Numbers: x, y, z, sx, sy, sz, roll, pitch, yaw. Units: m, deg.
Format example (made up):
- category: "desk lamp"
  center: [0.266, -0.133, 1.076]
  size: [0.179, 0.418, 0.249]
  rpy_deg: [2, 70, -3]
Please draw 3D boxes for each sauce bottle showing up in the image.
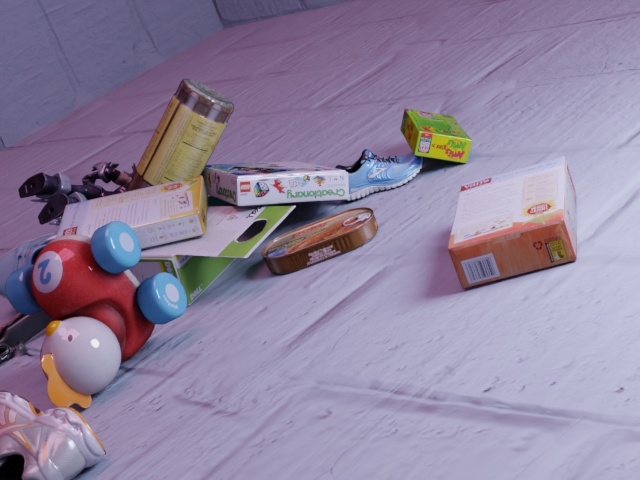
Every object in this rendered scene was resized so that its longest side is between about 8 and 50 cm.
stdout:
- category: "sauce bottle"
  center: [-0.275, -0.118, 2.231]
  size: [0.344, 0.111, 0.111]
  rpy_deg: [-59, 11, 16]

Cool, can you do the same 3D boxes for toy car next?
- category: "toy car"
  center: [-0.347, 0.129, 1.786]
  size: [0.219, 0.210, 0.238]
  rpy_deg: [-24, 28, 28]

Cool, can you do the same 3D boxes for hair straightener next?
- category: "hair straightener"
  center: [-0.527, 0.171, 2.078]
  size: [0.230, 0.047, 0.089]
  rpy_deg: [-35, 22, -33]

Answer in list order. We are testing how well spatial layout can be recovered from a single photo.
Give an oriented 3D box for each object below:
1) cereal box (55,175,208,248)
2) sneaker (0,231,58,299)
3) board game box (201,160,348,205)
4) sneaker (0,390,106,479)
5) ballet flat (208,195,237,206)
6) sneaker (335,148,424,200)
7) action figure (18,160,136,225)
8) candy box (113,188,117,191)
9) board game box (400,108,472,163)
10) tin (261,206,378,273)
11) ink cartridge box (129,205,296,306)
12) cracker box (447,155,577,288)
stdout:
- category: "cereal box"
  center: [-0.305, -0.034, 2.038]
  size: [0.240, 0.047, 0.173]
  rpy_deg: [-13, 24, 3]
- category: "sneaker"
  center: [-0.469, 0.036, 2.169]
  size: [0.366, 0.135, 0.150]
  rpy_deg: [-9, -19, 35]
- category: "board game box"
  center: [-0.090, -0.103, 2.186]
  size: [0.193, 0.053, 0.305]
  rpy_deg: [-4, 8, -17]
- category: "sneaker"
  center: [-0.396, 0.268, 1.598]
  size: [0.262, 0.099, 0.121]
  rpy_deg: [-4, 30, 46]
- category: "ballet flat"
  center: [-0.248, -0.009, 2.230]
  size: [0.231, 0.077, 0.077]
  rpy_deg: [-38, 8, -35]
- category: "sneaker"
  center: [0.099, -0.124, 2.139]
  size: [0.162, 0.073, 0.063]
  rpy_deg: [-19, 19, 2]
- category: "action figure"
  center: [-0.410, -0.070, 2.330]
  size: [0.099, 0.185, 0.285]
  rpy_deg: [-40, -27, 28]
- category: "candy box"
  center: [-0.367, -0.071, 2.527]
  size: [0.233, 0.071, 0.159]
  rpy_deg: [-35, 22, -31]
- category: "board game box"
  center: [0.199, -0.183, 2.177]
  size: [0.092, 0.043, 0.181]
  rpy_deg: [8, 17, -7]
- category: "tin"
  center: [0.000, 0.000, 1.972]
  size: [0.189, 0.040, 0.106]
  rpy_deg: [-20, 23, 6]
- category: "ink cartridge box"
  center: [-0.180, 0.024, 2.025]
  size: [0.255, 0.097, 0.189]
  rpy_deg: [0, 27, 27]
- category: "cracker box"
  center: [0.265, -0.028, 1.699]
  size: [0.155, 0.067, 0.232]
  rpy_deg: [-15, 21, 18]
